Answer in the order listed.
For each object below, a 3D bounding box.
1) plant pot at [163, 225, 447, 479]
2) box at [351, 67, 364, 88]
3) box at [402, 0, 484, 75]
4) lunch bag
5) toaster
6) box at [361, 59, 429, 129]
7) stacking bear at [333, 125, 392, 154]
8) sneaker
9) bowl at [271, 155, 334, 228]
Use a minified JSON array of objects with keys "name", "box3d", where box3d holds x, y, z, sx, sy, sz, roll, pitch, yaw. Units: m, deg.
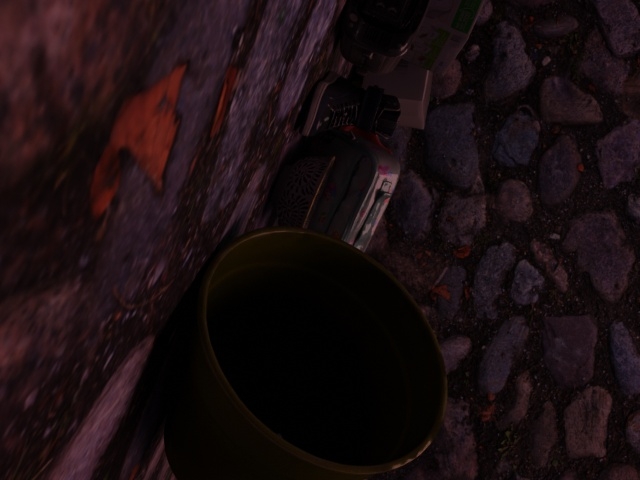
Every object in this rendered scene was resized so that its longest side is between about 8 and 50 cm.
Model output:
[{"name":"plant pot","box3d":[-0.068,0.230,0.888,0.353,0.367,0.366,-52,-172,38]},{"name":"box","box3d":[0.137,-0.520,1.830,0.114,0.036,0.207,111,3,-57]},{"name":"box","box3d":[0.230,-0.515,1.391,0.262,0.231,0.126,77,37,-87]},{"name":"lunch bag","box3d":[0.034,-0.089,1.235,0.108,0.224,0.279,6,114,-41]},{"name":"toaster","box3d":[0.116,-0.407,1.059,0.146,0.129,0.226,134,-22,-83]},{"name":"box","box3d":[0.230,-0.466,1.707,0.345,0.168,0.214,10,89,-79]},{"name":"stacking bear","box3d":[0.101,-0.300,1.748,0.164,0.175,0.289,-26,-159,12]},{"name":"sneaker","box3d":[0.060,-0.230,1.091,0.226,0.164,0.086,-63,178,-53]},{"name":"bowl","box3d":[-0.041,-0.093,1.108,0.170,0.080,0.170,24,90,-89]}]
